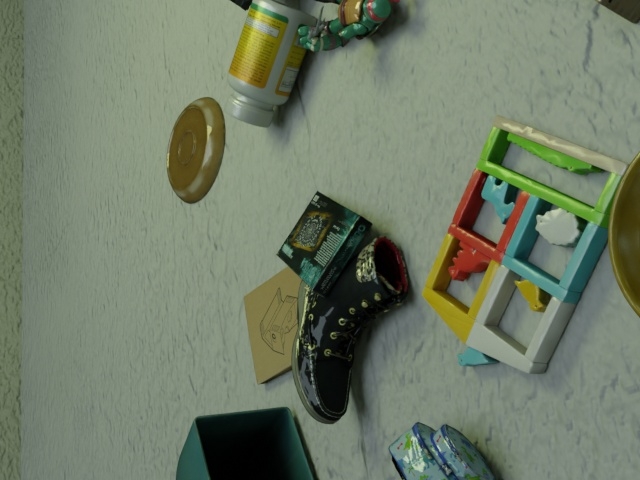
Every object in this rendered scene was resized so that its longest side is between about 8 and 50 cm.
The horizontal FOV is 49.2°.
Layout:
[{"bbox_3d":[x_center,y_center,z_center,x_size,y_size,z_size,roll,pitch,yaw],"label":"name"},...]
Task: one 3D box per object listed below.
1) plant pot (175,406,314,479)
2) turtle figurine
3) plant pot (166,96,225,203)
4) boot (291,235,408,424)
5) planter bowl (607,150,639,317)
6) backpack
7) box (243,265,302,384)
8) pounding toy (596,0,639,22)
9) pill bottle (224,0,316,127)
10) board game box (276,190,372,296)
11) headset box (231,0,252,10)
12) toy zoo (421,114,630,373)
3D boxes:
[{"bbox_3d":[-0.142,0.404,1.119,0.234,0.165,0.166,-58,42,39],"label":"plant pot"},{"bbox_3d":[0.041,-0.355,1.065,0.175,0.118,0.234,-64,25,-1],"label":"turtle figurine"},{"bbox_3d":[-0.280,-0.199,1.524,0.236,0.032,0.237,-14,72,50],"label":"plant pot"},{"bbox_3d":[0.042,0.121,0.980,0.178,0.085,0.237,-35,46,43],"label":"boot"},{"bbox_3d":[0.366,-0.006,0.589,0.217,0.090,0.217,-16,70,51],"label":"planter bowl"},{"bbox_3d":[0.144,0.266,0.819,0.084,0.105,0.114,-47,44,6],"label":"backpack"},{"bbox_3d":[-0.059,0.135,1.176,0.201,0.021,0.165,-35,57,43],"label":"box"},{"bbox_3d":[0.294,-0.316,0.738,0.130,0.100,0.141,-55,44,30],"label":"pounding toy"},{"bbox_3d":[-0.095,-0.312,1.233,0.117,0.117,0.209,42,117,48],"label":"pill bottle"},{"bbox_3d":[0.000,0.000,1.055,0.126,0.026,0.186,-57,24,2],"label":"board game box"},{"bbox_3d":[-0.115,-0.580,1.232,0.283,0.131,0.246,-51,22,33],"label":"headset box"},{"bbox_3d":[0.223,0.019,0.820,0.192,0.030,0.293,39,113,49],"label":"toy zoo"}]
